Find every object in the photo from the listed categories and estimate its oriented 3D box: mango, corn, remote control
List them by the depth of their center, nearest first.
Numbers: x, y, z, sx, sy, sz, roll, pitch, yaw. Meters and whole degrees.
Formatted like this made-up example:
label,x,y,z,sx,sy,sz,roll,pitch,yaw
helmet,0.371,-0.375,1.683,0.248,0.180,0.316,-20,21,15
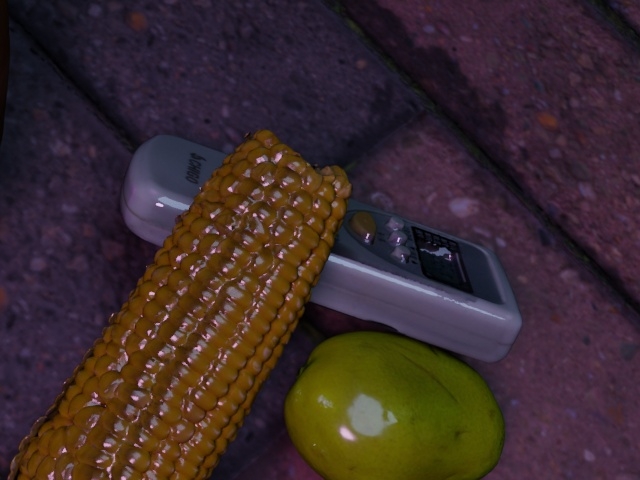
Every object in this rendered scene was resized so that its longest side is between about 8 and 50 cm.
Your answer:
label,x,y,z,sx,sy,sz,roll,pitch,yaw
corn,-0.085,0.077,0.806,0.115,0.115,0.318,33,83,-2
mango,0.050,0.120,0.912,0.163,0.089,0.117,3,51,-35
remote control,0.000,0.000,0.945,0.296,0.056,0.140,20,19,-10

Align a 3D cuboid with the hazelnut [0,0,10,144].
label,x,y,z,sx,sy,sz,roll,pitch,yaw
hazelnut,-0.341,-0.142,0.753,0.365,0.366,0.366,11,58,-17
